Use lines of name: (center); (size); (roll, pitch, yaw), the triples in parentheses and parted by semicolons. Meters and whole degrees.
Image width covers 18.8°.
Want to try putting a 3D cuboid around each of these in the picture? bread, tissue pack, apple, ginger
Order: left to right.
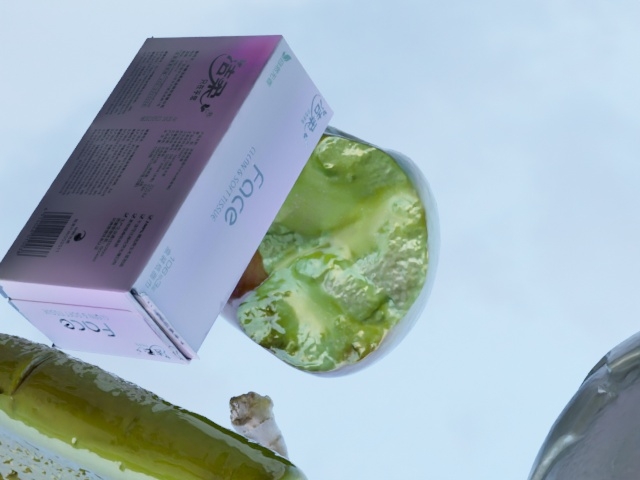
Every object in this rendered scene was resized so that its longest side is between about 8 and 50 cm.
bread: (-0.162, 0.191, 1.683); (0.383, 0.166, 0.112); (20, -137, 25)
tissue pack: (-0.111, -0.034, 1.426); (0.148, 0.092, 0.246); (4, -127, 40)
ginger: (-0.070, 0.240, 2.009); (0.096, 0.165, 0.067); (-20, -176, 9)
apple: (0.000, 0.000, 1.882); (0.246, 0.226, 0.246); (29, -173, -4)

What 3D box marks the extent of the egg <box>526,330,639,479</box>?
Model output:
egg: (0.233, 0.167, 0.988); (0.278, 0.278, 0.336); (-4, -179, 28)
